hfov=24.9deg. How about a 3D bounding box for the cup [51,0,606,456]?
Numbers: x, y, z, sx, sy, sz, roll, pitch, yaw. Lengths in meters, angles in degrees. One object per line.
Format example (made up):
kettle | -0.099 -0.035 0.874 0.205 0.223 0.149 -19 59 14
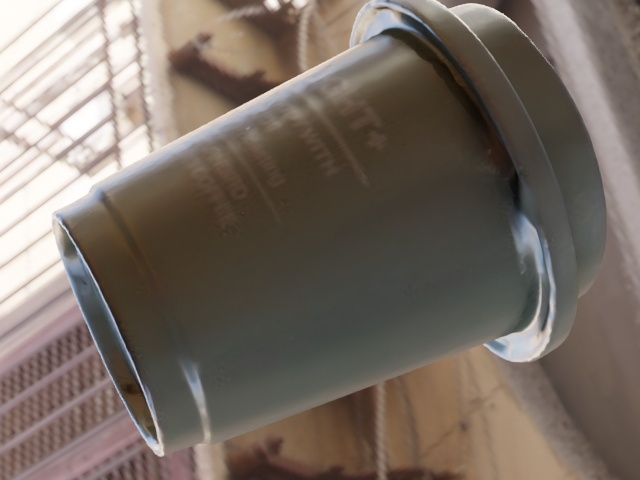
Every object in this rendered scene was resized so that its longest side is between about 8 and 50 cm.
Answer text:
cup | 0.000 0.000 0.426 0.141 0.120 0.120 -24 -101 -18
